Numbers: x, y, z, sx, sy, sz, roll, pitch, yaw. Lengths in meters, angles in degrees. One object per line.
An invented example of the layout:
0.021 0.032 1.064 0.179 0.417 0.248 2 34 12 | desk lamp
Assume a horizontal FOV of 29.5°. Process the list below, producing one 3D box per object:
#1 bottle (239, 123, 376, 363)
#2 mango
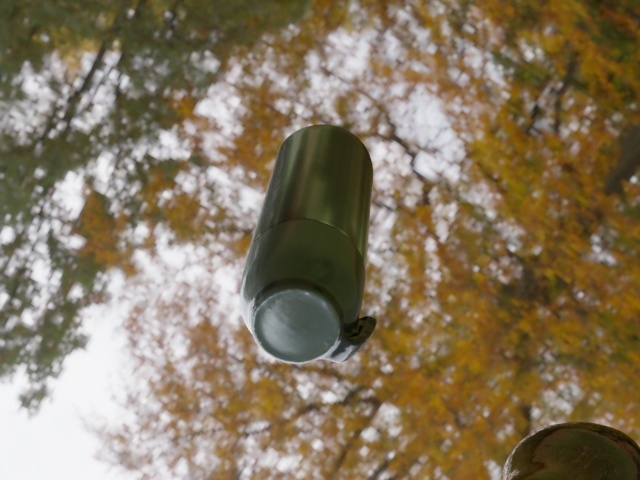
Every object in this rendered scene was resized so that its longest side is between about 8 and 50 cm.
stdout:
0.000 0.000 0.844 0.096 0.079 0.254 35 -157 -11 | bottle
0.244 0.244 1.200 0.133 0.111 0.267 39 -158 22 | mango
